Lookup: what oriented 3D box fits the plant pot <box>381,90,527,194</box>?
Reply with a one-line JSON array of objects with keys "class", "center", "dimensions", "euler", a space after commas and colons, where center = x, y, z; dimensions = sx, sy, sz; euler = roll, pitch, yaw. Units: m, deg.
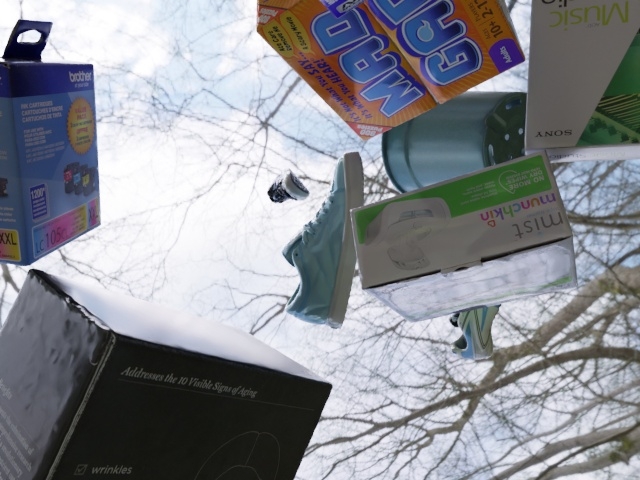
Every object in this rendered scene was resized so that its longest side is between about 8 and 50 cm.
[{"class": "plant pot", "center": [0.396, -0.258, 1.499], "dimensions": [0.341, 0.341, 0.334], "euler": [-26, -158, -26]}]

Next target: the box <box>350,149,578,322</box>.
[{"class": "box", "center": [0.207, 0.015, 0.784], "dimensions": [0.262, 0.231, 0.127], "euler": [-16, -116, 21]}]

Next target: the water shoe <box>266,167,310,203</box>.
[{"class": "water shoe", "center": [-0.076, -0.108, 1.246], "dimensions": [0.080, 0.203, 0.073], "euler": [-43, -78, 4]}]

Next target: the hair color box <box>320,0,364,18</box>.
[{"class": "hair color box", "center": [-0.018, -0.396, 0.638], "dimensions": [0.110, 0.339, 0.185], "euler": [-28, -89, 18]}]

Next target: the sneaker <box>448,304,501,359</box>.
[{"class": "sneaker", "center": [0.283, 0.118, 1.029], "dimensions": [0.086, 0.237, 0.085], "euler": [0, -157, 3]}]

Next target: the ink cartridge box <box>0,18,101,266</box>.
[{"class": "ink cartridge box", "center": [-0.529, -0.186, 1.005], "dimensions": [0.151, 0.395, 0.270], "euler": [4, -161, 5]}]

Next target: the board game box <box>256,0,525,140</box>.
[{"class": "board game box", "center": [0.125, -0.489, 1.077], "dimensions": [0.356, 0.356, 0.356], "euler": [35, -138, -45]}]

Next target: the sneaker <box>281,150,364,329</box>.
[{"class": "sneaker", "center": [0.000, 0.000, 1.108], "dimensions": [0.150, 0.135, 0.366], "euler": [8, -79, -3]}]

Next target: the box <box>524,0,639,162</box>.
[{"class": "box", "center": [0.385, -0.257, 0.701], "dimensions": [0.232, 0.058, 0.322], "euler": [1, -102, 26]}]

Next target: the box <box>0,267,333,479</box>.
[{"class": "box", "center": [-0.297, 0.360, 0.901], "dimensions": [0.297, 0.480, 0.472], "euler": [22, -95, 41]}]
